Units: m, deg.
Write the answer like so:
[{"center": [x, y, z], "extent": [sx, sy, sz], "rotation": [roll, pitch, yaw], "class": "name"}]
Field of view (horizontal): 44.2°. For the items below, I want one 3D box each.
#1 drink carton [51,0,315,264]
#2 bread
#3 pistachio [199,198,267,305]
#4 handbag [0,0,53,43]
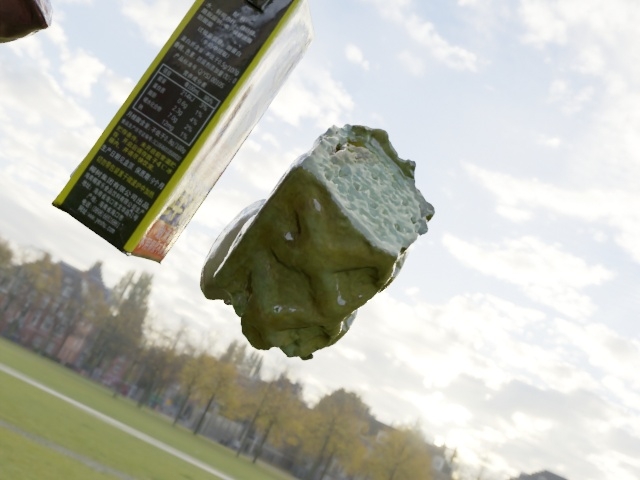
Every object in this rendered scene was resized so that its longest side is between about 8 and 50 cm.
[{"center": [-0.070, -0.071, 0.433], "extent": [0.056, 0.166, 0.071], "rotation": [33, -4, 4], "class": "drink carton"}, {"center": [0.003, 0.005, 1.020], "extent": [0.196, 0.238, 0.252], "rotation": [39, -54, -8], "class": "bread"}, {"center": [-0.119, 0.024, 1.363], "extent": [0.126, 0.223, 0.152], "rotation": [19, 26, -47], "class": "pistachio"}, {"center": [-0.421, -0.351, 0.958], "extent": [0.146, 0.135, 0.225], "rotation": [-108, -177, -59], "class": "handbag"}]
